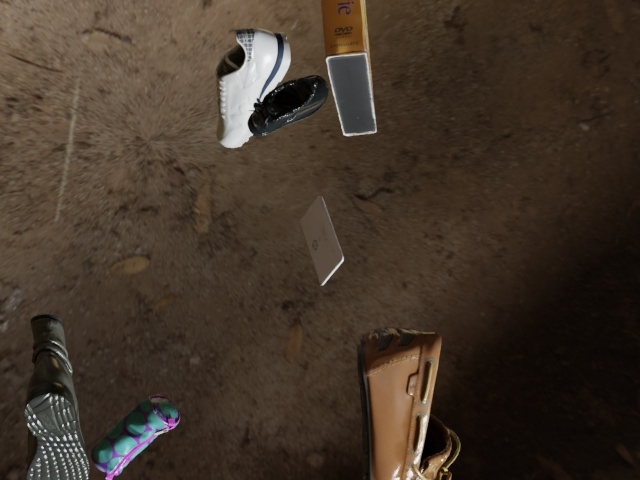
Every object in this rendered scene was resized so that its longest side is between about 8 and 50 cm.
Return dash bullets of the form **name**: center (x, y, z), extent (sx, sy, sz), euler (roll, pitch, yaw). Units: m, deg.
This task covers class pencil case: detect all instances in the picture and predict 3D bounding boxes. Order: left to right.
- **pencil case**: center (-0.305, 0.320, 1.503), extent (0.151, 0.070, 0.064), euler (-42, 140, 12)

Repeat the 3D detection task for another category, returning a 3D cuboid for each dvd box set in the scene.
- **dvd box set**: center (0.035, -0.410, 1.411), extent (0.062, 0.307, 0.420), euler (-5, 75, 5)

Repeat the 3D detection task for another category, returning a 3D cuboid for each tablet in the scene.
- **tablet**: center (0.000, 0.000, 0.977), extent (0.006, 0.054, 0.083), euler (1, 56, -31)

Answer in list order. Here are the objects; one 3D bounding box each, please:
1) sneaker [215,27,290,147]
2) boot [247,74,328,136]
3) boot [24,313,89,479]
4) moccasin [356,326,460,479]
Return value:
- **sneaker**: center (-0.135, -0.249, 1.491), extent (0.095, 0.090, 0.235), euler (0, 137, -32)
- **boot**: center (-0.028, -0.162, 1.042), extent (0.121, 0.099, 0.045), euler (-33, 92, -20)
- **boot**: center (-0.367, 0.231, 1.276), extent (0.083, 0.161, 0.246), euler (-1, 130, -14)
- **moccasin**: center (0.132, 0.295, 1.317), extent (0.147, 0.139, 0.380), euler (-2, 109, 3)
